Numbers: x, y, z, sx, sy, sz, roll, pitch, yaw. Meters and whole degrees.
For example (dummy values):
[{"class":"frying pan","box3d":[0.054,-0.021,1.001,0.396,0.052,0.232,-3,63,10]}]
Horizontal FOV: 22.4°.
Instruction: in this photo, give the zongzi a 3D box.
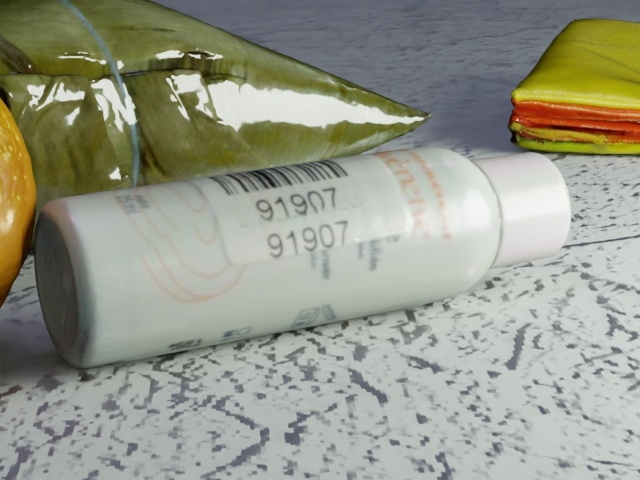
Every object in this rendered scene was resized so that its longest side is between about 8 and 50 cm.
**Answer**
[{"class":"zongzi","box3d":[-0.154,-0.113,1.034,0.361,0.160,0.323,-10,33,-30]}]

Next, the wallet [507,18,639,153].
[{"class":"wallet","box3d":[0.235,-0.113,1.239,0.141,0.067,0.241,7,21,18]}]

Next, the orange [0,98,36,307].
[{"class":"orange","box3d":[-0.215,-0.015,0.719,0.178,0.155,0.177,-8,23,3]}]

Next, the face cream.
[{"class":"face cream","box3d":[0.000,0.000,0.785,0.269,0.082,0.082,-11,17,-25]}]
